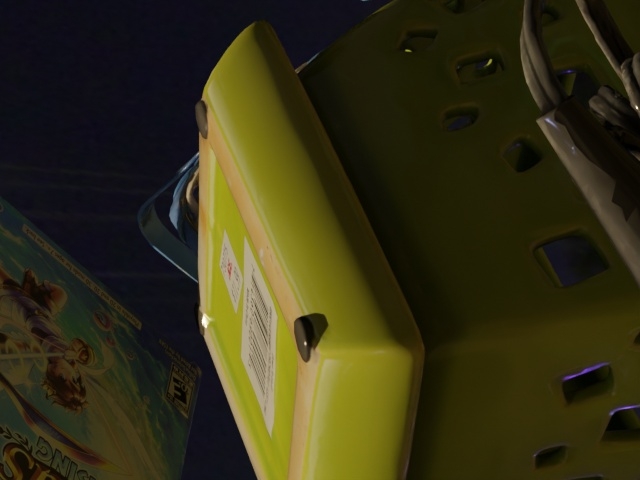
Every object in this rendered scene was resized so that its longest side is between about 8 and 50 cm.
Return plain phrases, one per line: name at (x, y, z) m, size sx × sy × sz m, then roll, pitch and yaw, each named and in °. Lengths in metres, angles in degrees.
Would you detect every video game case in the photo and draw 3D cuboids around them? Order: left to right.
video game case at (-0.195, 0.096, 0.924) m, size 0.269 × 0.061 × 0.244 m, roll 43°, pitch -148°, yaw -26°

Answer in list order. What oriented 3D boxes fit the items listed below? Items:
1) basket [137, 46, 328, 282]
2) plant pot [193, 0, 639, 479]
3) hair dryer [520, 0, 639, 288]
basket at (0.000, 0.000, 1.243) m, size 0.255 × 0.289 × 0.201 m, roll 41°, pitch -135°, yaw -5°
plant pot at (0.063, 0.023, 0.693) m, size 0.207 × 0.227 × 0.228 m, roll -11°, pitch -40°, yaw -16°
hair dryer at (0.134, 0.070, 0.393) m, size 0.224 × 0.080 × 0.293 m, roll 10°, pitch -122°, yaw -34°
